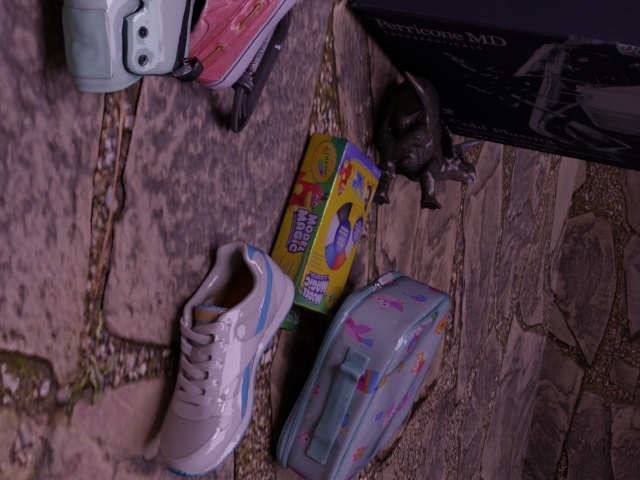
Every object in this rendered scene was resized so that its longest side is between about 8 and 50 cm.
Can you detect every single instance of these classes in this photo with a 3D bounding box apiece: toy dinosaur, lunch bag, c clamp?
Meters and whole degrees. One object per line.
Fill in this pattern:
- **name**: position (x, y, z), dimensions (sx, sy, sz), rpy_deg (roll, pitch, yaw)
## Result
- **toy dinosaur**: position (0.121, -0.143, 1.068), dimensions (0.313, 0.121, 0.160), rpy_deg (52, 45, -53)
- **lunch bag**: position (0.055, 0.175, 1.026), dimensions (0.224, 0.108, 0.279), rpy_deg (-19, 134, -59)
- **c clamp**: position (-0.052, -0.180, 0.734), dimensions (0.137, 0.022, 0.160), rpy_deg (117, -6, -81)

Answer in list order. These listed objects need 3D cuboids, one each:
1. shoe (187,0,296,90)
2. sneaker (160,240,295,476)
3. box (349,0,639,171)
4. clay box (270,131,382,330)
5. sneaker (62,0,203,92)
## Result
- **shoe**: position (-0.067, -0.210, 0.650), dimensions (0.178, 0.063, 0.081), rpy_deg (-56, 154, 8)
- **sneaker**: position (-0.104, 0.110, 0.770), dimensions (0.092, 0.088, 0.228), rpy_deg (51, 51, -51)
- **box**: position (0.367, -0.294, 1.021), dimensions (0.472, 0.480, 0.297), rpy_deg (29, 78, -63)
- **clay box**: position (0.000, 0.000, 0.936), dimensions (0.127, 0.053, 0.221), rpy_deg (29, 77, -65)
- **sneaker**: position (-0.149, -0.173, 0.497), dimensions (0.256, 0.094, 0.151), rpy_deg (2, 96, -66)
